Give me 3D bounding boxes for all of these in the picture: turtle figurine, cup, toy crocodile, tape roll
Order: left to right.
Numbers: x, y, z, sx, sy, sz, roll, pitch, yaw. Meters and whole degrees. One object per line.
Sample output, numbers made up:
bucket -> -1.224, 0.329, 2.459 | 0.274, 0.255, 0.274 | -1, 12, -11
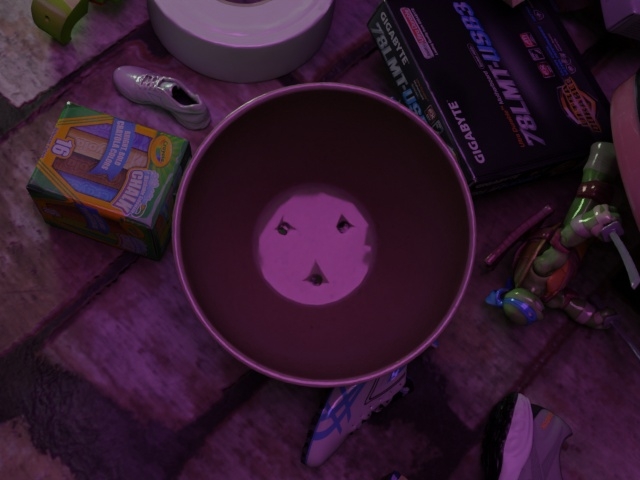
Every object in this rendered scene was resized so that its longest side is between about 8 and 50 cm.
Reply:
toy crocodile -> -0.309, -0.435, 1.293 | 0.115, 0.105, 0.341 | 21, 64, 2
tape roll -> -0.116, -0.377, 1.285 | 0.286, 0.100, 0.286 | 2, 70, -5
cup -> 0.000, 0.000, 1.065 | 0.331, 0.237, 0.331 | 0, 86, -3
turtle figurine -> 0.373, 0.020, 1.145 | 0.198, 0.274, 0.266 | 45, 63, -26

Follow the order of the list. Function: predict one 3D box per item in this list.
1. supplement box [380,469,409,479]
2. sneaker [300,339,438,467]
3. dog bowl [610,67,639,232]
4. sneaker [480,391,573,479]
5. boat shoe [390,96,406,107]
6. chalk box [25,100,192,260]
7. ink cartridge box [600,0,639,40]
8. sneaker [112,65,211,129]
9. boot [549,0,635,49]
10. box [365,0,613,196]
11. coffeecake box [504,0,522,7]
supplement box -> 0.099, 0.327, 1.056 | 0.083, 0.083, 0.056 | 38, 70, 7
sneaker -> 0.061, 0.190, 1.102 | 0.086, 0.085, 0.237 | 36, 71, 12
dog bowl -> 0.498, -0.062, 1.106 | 0.150, 0.408, 0.408 | -19, 67, 30
sneaker -> 0.240, 0.324, 1.067 | 0.108, 0.100, 0.272 | 22, 69, -3
boat shoe -> 0.074, -0.128, 1.218 | 0.258, 0.089, 0.109 | -30, 76, -15
chalk box -> -0.243, -0.065, 1.138 | 0.213, 0.132, 0.132 | 19, 69, 2
ink cartridge box -> 0.530, -0.401, 1.337 | 0.275, 0.060, 0.239 | 7, 68, -28
sneaker -> -0.222, -0.212, 1.233 | 0.152, 0.061, 0.054 | 25, 71, 5
boot -> 0.395, -0.371, 1.364 | 0.106, 0.082, 0.219 | -30, 97, 26
box -> 0.251, -0.221, 1.243 | 0.293, 0.073, 0.296 | -14, 71, -30
coffeecake box -> 0.303, -0.433, 1.256 | 0.185, 0.068, 0.142 | -32, 52, -8
